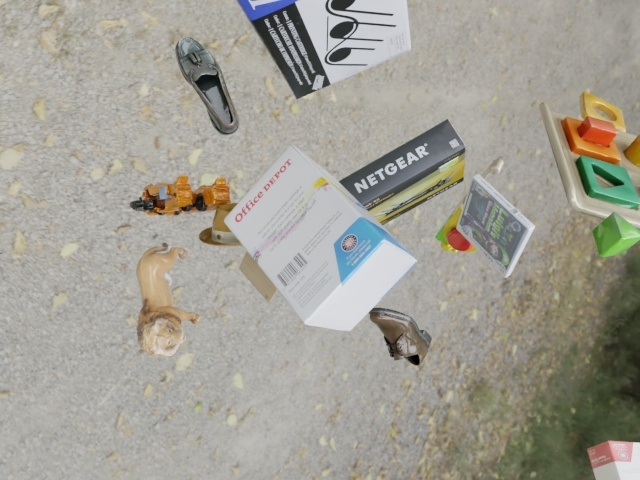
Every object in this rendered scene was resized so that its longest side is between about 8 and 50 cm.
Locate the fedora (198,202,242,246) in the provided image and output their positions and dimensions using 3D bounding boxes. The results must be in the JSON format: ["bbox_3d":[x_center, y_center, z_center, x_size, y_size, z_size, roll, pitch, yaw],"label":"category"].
[{"bbox_3d":[-0.199,-0.044,1.304,0.194,0.194,0.079,-18,111,-40],"label":"fedora"}]

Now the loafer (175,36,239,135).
[{"bbox_3d":[-0.281,-0.400,1.397,0.096,0.084,0.268,-30,99,-10],"label":"loafer"}]

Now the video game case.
[{"bbox_3d":[0.383,-0.029,1.227,0.022,0.173,0.190,-28,149,-18],"label":"video game case"}]

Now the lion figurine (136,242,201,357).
[{"bbox_3d":[-0.475,0.158,1.615,0.393,0.142,0.240,66,15,20],"label":"lion figurine"}]

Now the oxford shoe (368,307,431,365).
[{"bbox_3d":[0.190,0.234,1.316,0.227,0.082,0.096,40,58,-32],"label":"oxford shoe"}]

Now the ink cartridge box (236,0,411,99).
[{"bbox_3d":[-0.003,-0.162,0.328,0.207,0.097,0.046,37,32,-74],"label":"ink cartridge box"}]

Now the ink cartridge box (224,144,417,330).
[{"bbox_3d":[0.000,0.000,1.031,0.198,0.270,0.197,-47,152,10],"label":"ink cartridge box"}]

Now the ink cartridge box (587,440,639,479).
[{"bbox_3d":[0.590,0.484,1.018,0.115,0.067,0.198,9,54,-14],"label":"ink cartridge box"}]

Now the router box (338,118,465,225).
[{"bbox_3d":[0.189,-0.135,1.305,0.308,0.081,0.243,-29,163,7],"label":"router box"}]

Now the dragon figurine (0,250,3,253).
[{"bbox_3d":[-0.839,0.124,1.309,0.085,0.289,0.144,-5,109,-11],"label":"dragon figurine"}]

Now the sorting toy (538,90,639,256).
[{"bbox_3d":[0.361,-0.089,0.647,0.195,0.047,0.348,17,47,-11],"label":"sorting toy"}]

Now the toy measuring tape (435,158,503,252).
[{"bbox_3d":[0.394,-0.062,1.363,0.121,0.121,0.330,-34,162,-34],"label":"toy measuring tape"}]

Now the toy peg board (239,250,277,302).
[{"bbox_3d":[-0.171,0.091,1.807,0.079,0.161,0.161,-32,163,-39],"label":"toy peg board"}]

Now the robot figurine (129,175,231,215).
[{"bbox_3d":[-0.364,-0.111,1.420,0.211,0.290,0.085,-1,90,-39],"label":"robot figurine"}]
